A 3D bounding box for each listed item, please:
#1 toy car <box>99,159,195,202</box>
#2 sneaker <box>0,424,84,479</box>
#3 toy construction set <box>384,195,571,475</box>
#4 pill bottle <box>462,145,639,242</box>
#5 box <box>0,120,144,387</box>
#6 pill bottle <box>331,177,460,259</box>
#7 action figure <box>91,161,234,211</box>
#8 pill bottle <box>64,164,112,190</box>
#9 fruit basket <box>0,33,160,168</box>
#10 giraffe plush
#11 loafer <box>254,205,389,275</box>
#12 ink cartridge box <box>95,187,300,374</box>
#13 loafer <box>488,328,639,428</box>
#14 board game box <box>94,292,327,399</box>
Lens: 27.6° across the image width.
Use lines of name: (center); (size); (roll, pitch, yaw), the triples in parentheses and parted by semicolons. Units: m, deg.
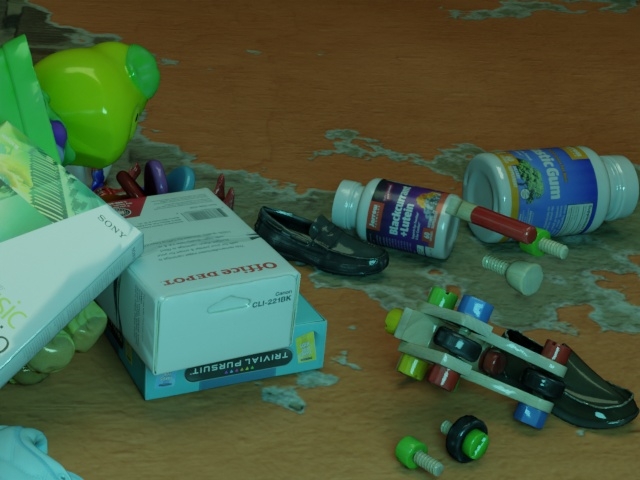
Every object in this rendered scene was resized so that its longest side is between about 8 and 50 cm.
toy car: (-0.261, -0.058, 2.016); (0.182, 0.136, 0.159); (-18, 30, -15)
sneaker: (-0.295, 0.287, 1.324); (0.150, 0.135, 0.366); (-11, 30, -21)
toy construction set: (0.167, 0.093, 1.650); (0.257, 0.308, 0.237); (-7, 22, -40)
pill bottle: (0.389, -0.081, 2.186); (0.272, 0.152, 0.152); (-6, 28, -20)
box: (-0.398, 0.035, 1.525); (0.232, 0.058, 0.322); (38, 64, 11)
pill bottle: (0.121, -0.041, 2.104); (0.193, 0.108, 0.108); (13, 27, 16)
action figure: (-0.286, -0.103, 2.135); (0.280, 0.139, 0.091); (-8, 27, -19)
pill bottle: (-0.480, -0.168, 2.229); (0.229, 0.131, 0.131); (13, 27, 16)
fruit basket: (-0.381, -0.130, 1.823); (0.392, 0.283, 0.392); (-16, -13, -4)
giraffe plush: (-0.385, 0.113, 1.648); (0.181, 0.170, 0.210); (-2, 50, -27)
loafer: (0.000, 0.000, 2.031); (0.223, 0.078, 0.076); (14, 28, 17)
ink cartridge box: (-0.177, 0.045, 1.682); (0.197, 0.114, 0.273); (-10, 29, -28)
loafer: (0.317, 0.180, 1.719); (0.220, 0.078, 0.080); (20, 30, 29)
board game box: (-0.178, 0.086, 1.822); (0.254, 0.079, 0.336); (-8, 29, -24)
